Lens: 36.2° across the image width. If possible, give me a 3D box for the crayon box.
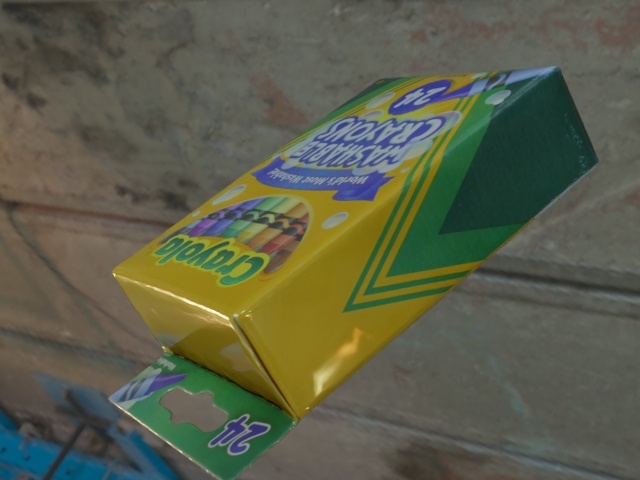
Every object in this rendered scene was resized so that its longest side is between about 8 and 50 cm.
[{"bbox_3d":[0.000,0.000,0.655,0.203,0.323,0.083,11,135,58],"label":"crayon box"}]
